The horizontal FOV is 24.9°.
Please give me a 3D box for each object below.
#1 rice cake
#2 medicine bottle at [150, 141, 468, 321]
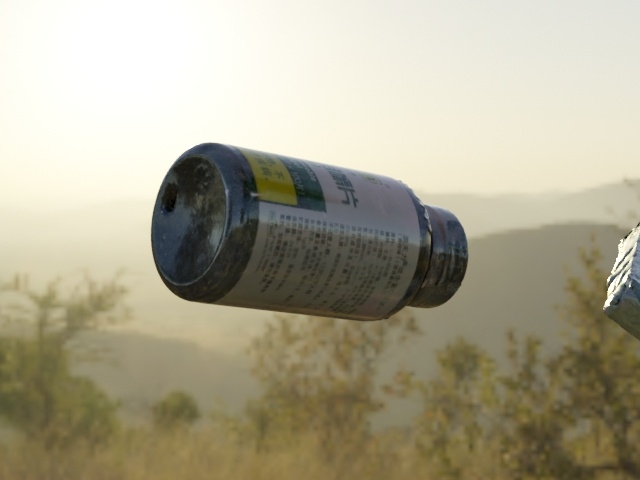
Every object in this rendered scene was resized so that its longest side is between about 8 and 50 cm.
[{"bbox_3d":[0.201,0.022,0.889,0.043,0.034,0.211,33,18,7],"label":"rice cake"},{"bbox_3d":[0.000,0.000,1.323,0.293,0.141,0.141,10,-5,-39],"label":"medicine bottle"}]
